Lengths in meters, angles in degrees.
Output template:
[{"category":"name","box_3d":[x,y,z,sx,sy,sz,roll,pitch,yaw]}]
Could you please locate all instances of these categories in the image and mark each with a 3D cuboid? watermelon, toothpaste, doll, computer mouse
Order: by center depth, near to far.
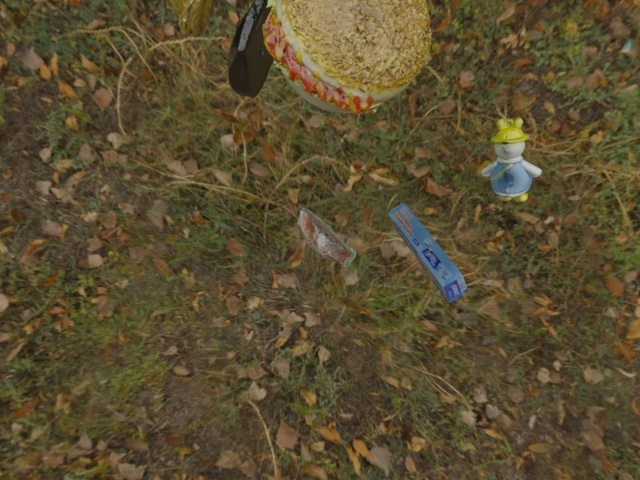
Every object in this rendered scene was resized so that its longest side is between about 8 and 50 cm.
[{"category":"toothpaste","box_3d":[0.240,0.021,1.033,0.053,0.066,0.272,-31,43,4]},{"category":"computer mouse","box_3d":[-0.171,-0.451,1.054,0.087,0.295,0.168,23,80,-2]},{"category":"watermelon","box_3d":[0.000,0.000,1.112,0.187,0.139,0.071,43,98,3]},{"category":"doll","box_3d":[0.513,-0.210,1.212,0.099,0.135,0.240,-22,119,-15]}]

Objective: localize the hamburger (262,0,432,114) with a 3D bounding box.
[{"category":"hamburger","box_3d":[0.052,-0.355,0.758,0.276,0.179,0.294,35,76,-11]}]

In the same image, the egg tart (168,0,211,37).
[{"category":"egg tart","box_3d":[-0.319,-0.690,1.158,0.128,0.319,0.318,21,81,-19]}]
